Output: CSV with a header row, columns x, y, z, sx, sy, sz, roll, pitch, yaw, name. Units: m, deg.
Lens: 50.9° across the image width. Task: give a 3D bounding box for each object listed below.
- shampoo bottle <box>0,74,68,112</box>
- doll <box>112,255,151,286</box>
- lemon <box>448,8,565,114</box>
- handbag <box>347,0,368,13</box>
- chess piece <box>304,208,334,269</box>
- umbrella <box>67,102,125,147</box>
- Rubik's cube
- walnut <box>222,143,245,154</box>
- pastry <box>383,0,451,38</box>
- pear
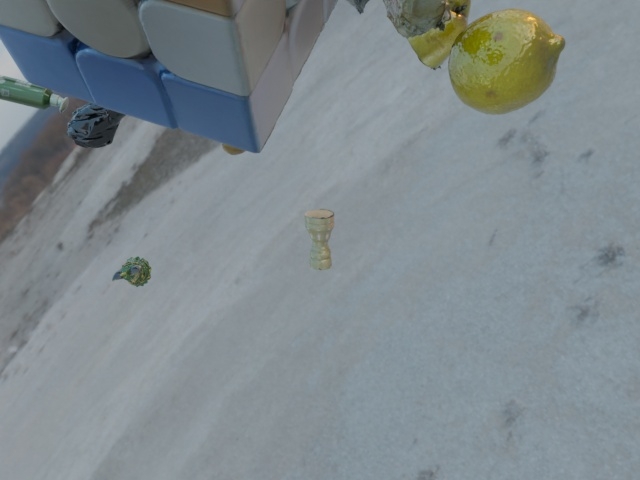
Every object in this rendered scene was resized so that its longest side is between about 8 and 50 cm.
x,y,z,sx,sy,sz,roll,pitch,yaw,name
-0.731,-0.363,1.671,0.065,0.204,0.065,-167,90,-84,shampoo bottle
-0.479,0.069,1.698,0.078,0.113,0.077,-17,73,6,doll
0.414,-0.403,1.513,0.253,0.228,0.228,-22,35,52,lemon
0.201,-0.825,1.835,0.416,0.180,0.316,-38,-12,16,handbag
0.000,0.000,1.429,0.066,0.122,0.066,-2,18,1,chess piece
-0.486,-0.348,1.669,0.340,0.118,0.118,-33,27,13,umbrella
-0.168,-0.361,0.747,0.347,0.344,0.347,86,-156,-62,Rubik's cube
-0.217,-0.274,1.862,0.121,0.052,0.091,-43,-13,-45,walnut
0.202,-0.562,1.426,0.120,0.257,0.236,-9,11,-7,pastry
0.333,-0.627,1.859,0.178,0.267,0.267,-23,34,35,pear
